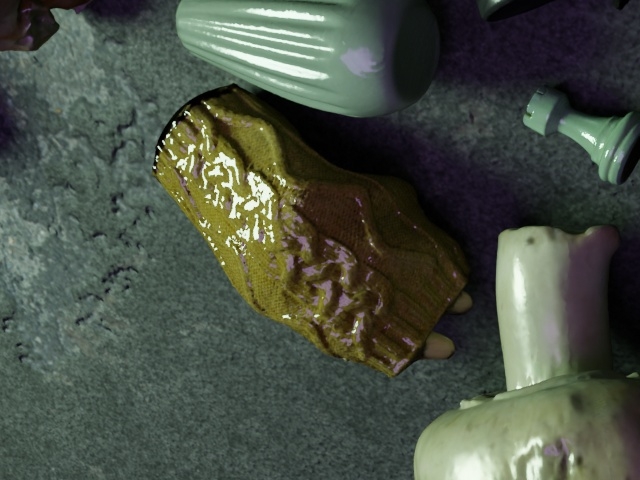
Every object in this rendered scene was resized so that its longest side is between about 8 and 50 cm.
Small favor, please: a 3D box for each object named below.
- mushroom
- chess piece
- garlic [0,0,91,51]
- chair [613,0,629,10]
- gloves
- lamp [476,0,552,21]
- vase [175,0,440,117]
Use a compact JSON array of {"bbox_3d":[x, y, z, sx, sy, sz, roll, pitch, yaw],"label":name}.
[{"bbox_3d":[0.233,0.156,1.282,0.314,0.314,0.336,-4,85,29],"label":"mushroom"},{"bbox_3d":[0.234,-0.098,1.227,0.103,0.067,0.067,28,128,20],"label":"chess piece"},{"bbox_3d":[-0.290,-0.295,1.260,0.132,0.279,0.325,55,140,19],"label":"garlic"},{"bbox_3d":[0.424,-0.213,0.941,0.400,0.226,0.227,18,125,12],"label":"chair"},{"bbox_3d":[-0.013,0.002,1.352,0.356,0.155,0.203,36,128,4],"label":"gloves"},{"bbox_3d":[0.085,-0.332,1.123,0.130,0.108,0.371,-25,107,46],"label":"lamp"},{"bbox_3d":[-0.019,-0.187,1.267,0.248,0.128,0.128,14,124,31],"label":"vase"}]
